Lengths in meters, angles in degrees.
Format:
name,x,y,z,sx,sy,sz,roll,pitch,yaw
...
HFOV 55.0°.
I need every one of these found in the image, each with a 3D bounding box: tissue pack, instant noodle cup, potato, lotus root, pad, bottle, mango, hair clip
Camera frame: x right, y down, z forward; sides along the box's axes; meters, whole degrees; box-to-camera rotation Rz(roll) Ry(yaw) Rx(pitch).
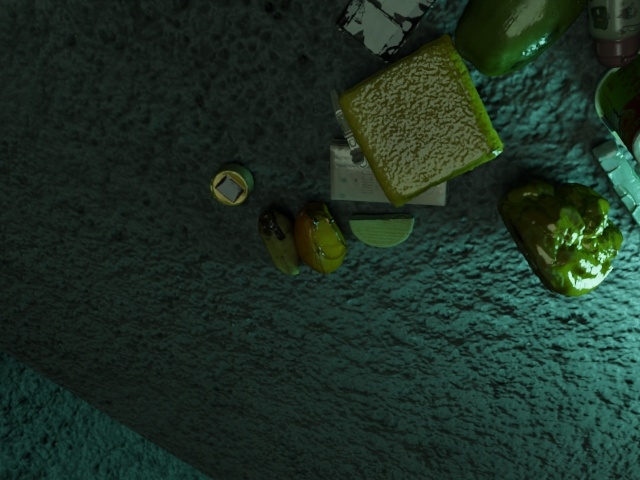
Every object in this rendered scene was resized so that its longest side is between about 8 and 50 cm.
name,x,y,z,sx,sy,sz,roll,pitch,yaw
tissue pack,0.191,-0.188,1.694,0.326,0.071,0.170,4,122,13
instant noodle cup,0.772,-0.267,1.339,0.294,0.308,0.293,8,125,11
potato,0.435,-0.501,1.331,0.216,0.216,0.304,31,123,-7
lotus root,-0.123,0.002,1.899,0.110,0.097,0.258,0,131,20
pad,0.165,-0.560,1.480,0.174,0.022,0.233,35,124,-9
bottle,0.639,-0.503,1.332,0.120,0.120,0.253,-5,123,18
mango,0.000,0.000,1.845,0.154,0.126,0.252,-9,129,3
hair clip,0.070,-0.294,1.615,0.034,0.072,0.226,-22,91,15

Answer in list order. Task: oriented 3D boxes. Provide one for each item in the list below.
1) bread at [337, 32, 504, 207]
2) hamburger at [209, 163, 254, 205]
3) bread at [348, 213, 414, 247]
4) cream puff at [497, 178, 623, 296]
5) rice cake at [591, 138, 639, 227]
name,x,y,z,sx,sy,sz,roll,pitch,yaw
bread,0.245,-0.289,1.525,0.324,0.143,0.333,-24,99,20
hamburger,-0.264,-0.163,1.832,0.127,0.081,0.141,25,114,-5
bread,0.184,-0.030,1.830,0.193,0.036,0.112,-1,128,12
cream puff,0.630,-0.030,1.574,0.257,0.291,0.324,-31,92,7
rice cake,0.804,-0.122,1.583,0.066,0.063,0.336,-34,108,23
